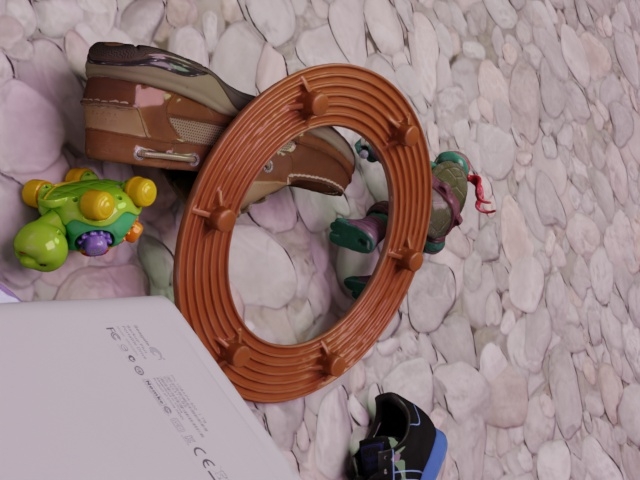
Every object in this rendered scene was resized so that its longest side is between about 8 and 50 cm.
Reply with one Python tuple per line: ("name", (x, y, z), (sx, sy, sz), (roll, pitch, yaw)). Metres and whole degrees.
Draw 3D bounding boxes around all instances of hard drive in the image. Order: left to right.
("hard drive", (-0.157, 0.129, 0.870), (0.210, 0.040, 0.318), (51, 23, 20))

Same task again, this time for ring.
("ring", (0.000, 0.000, 1.213), (0.336, 0.032, 0.336), (-20, 119, -40))

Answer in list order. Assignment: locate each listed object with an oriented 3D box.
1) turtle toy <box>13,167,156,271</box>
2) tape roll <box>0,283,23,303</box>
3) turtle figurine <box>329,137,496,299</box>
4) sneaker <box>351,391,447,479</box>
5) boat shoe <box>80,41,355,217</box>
("turtle toy", (-0.201, -0.016, 1.060), (0.130, 0.095, 0.066), (-24, 118, -50))
("tape roll", (-0.295, 0.152, 0.884), (0.275, 0.090, 0.275), (18, 65, -45))
("turtle figurine", (0.101, -0.042, 1.407), (0.234, 0.118, 0.175), (-49, 116, -39))
("sneaker", (0.064, 0.262, 1.293), (0.090, 0.081, 0.232), (45, 41, -28))
("boat shoe", (-0.099, -0.082, 1.185), (0.324, 0.122, 0.120), (19, 82, -47))
